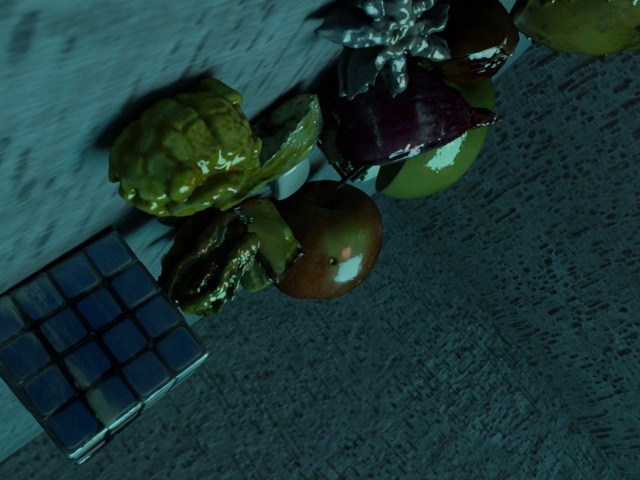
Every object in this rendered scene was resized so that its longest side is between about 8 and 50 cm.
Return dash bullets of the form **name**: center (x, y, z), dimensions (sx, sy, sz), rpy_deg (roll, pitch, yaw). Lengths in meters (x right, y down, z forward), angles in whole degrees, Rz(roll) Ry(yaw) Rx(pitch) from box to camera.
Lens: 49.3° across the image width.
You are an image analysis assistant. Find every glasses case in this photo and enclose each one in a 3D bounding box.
- **glasses case**: center (-0.072, -0.146, 1.589), dimensions (0.092, 0.059, 0.233), rpy_deg (-37, 175, -10)

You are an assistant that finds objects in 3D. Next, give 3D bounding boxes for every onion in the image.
- **onion**: center (0.158, -0.252, 1.266), dimensions (0.348, 0.159, 0.267), rpy_deg (-17, -158, -16)

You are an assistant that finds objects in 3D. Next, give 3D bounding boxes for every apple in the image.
- **apple**: center (0.249, -0.283, 1.614), dimensions (0.311, 0.320, 0.360), rpy_deg (-20, 165, -28)
- **apple**: center (0.000, 0.000, 1.911), dimensions (0.348, 0.348, 0.277), rpy_deg (-36, 138, -44)

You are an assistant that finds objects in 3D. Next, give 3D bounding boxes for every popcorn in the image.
- **popcorn**: center (-0.150, -0.104, 0.839), dimensions (0.163, 0.140, 0.194), rpy_deg (-35, 179, 18)

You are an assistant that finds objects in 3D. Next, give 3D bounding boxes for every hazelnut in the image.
- **hazelnut**: center (0.254, -0.352, 1.237), dimensions (0.170, 0.160, 0.201), rpy_deg (-27, -169, 43)

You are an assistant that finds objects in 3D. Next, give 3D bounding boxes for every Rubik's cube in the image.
- **Rubik's cube**: center (-0.365, 0.180, 1.121), dimensions (0.256, 0.259, 0.253), rpy_deg (-37, 176, -26)

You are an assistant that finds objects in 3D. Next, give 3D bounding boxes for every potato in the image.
- **potato**: center (0.559, -0.476, 1.220), dimensions (0.385, 0.319, 0.442), rpy_deg (-60, 176, 15)

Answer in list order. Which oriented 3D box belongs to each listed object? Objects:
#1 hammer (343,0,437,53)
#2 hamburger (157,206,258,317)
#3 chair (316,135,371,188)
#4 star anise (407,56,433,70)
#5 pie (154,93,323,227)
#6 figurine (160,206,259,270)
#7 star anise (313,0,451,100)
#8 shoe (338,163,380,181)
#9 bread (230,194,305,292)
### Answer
- **hammer**: center (0.203, -0.404, 1.076), dimensions (0.409, 0.095, 0.242), rpy_deg (-37, 176, -1)
- **hamburger**: center (-0.194, 0.026, 1.139), dimensions (0.183, 0.130, 0.206), rpy_deg (-55, -161, -19)
- **chair**: center (0.106, -0.249, 1.480), dimensions (0.260, 0.154, 0.141), rpy_deg (-38, 178, 22)
- **star anise**: center (0.241, -0.411, 1.396), dimensions (0.197, 0.073, 0.212), rpy_deg (-48, 170, 11)
- **pie**: center (-0.135, -0.122, 1.173), dimensions (0.337, 0.075, 0.337), rpy_deg (-36, 174, -4)
- **figurine**: center (-0.226, 0.012, 1.383), dimensions (0.182, 0.144, 0.256), rpy_deg (-41, -168, -19)
- **star anise**: center (0.093, -0.295, 0.963), dimensions (0.229, 0.093, 0.236), rpy_deg (-15, 144, -22)
- **shoe**: center (0.138, -0.231, 2.096), dimensions (0.160, 0.132, 0.363), rpy_deg (-41, 172, 7)
- **bread**: center (-0.158, 0.008, 1.638), dimensions (0.162, 0.204, 0.262), rpy_deg (-29, -177, 17)
